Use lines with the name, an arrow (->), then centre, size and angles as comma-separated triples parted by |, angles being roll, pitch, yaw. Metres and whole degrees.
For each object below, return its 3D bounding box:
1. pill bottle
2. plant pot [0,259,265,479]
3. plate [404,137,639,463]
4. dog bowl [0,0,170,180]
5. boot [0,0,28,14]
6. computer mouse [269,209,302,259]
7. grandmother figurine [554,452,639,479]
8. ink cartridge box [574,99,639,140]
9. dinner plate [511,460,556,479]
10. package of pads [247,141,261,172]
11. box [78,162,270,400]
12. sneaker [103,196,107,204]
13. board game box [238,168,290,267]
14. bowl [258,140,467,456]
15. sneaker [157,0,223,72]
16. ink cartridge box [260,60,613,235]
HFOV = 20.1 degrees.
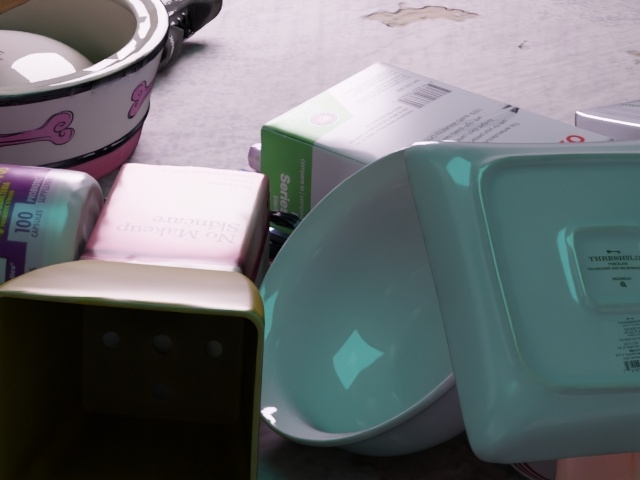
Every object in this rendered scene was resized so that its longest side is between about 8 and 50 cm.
pill bottle -> -0.359, 0.008, 1.646 | 0.301, 0.169, 0.169 | 4, 29, 4
plant pot -> -0.143, 0.115, 1.449 | 0.212, 0.212, 0.187 | 5, 19, 4
plate -> 0.223, 0.030, 1.390 | 0.277, 0.045, 0.278 | -1, 61, -17
dog bowl -> -0.370, -0.179, 2.003 | 0.408, 0.150, 0.408 | 2, 30, -1
boot -> -0.372, -0.236, 1.865 | 0.236, 0.089, 0.269 | 17, 31, 24
computer mouse -> 0.024, 0.028, 1.724 | 0.242, 0.071, 0.041 | 31, 37, 30
grandmother figurine -> 0.248, 0.091, 1.443 | 0.104, 0.208, 0.342 | -18, 53, 38
ink cartridge box -> 0.455, -0.074, 1.807 | 0.272, 0.130, 0.309 | -12, 15, -24
dinner plate -> 0.222, 0.178, 1.537 | 0.141, 0.017, 0.141 | 2, 28, -1
package of pads -> -0.035, -0.083, 1.972 | 0.050, 0.032, 0.083 | -21, 36, -37
box -> -0.133, 0.037, 1.651 | 0.148, 0.127, 0.232 | 5, 29, 4
sneaker -> -0.227, -0.014, 1.791 | 0.158, 0.065, 0.061 | -4, 19, -17
board game box -> 0.000, 0.000, 1.831 | 0.281, 0.027, 0.145 | 18, 34, 26
bowl -> 0.087, 0.071, 1.540 | 0.298, 0.134, 0.298 | -28, 42, 28
sneaker -> -0.201, -0.253, 2.226 | 0.234, 0.078, 0.106 | -25, 42, -33
ink cartridge box -> 0.114, -0.057, 1.788 | 0.289, 0.121, 0.211 | 22, 35, 31
